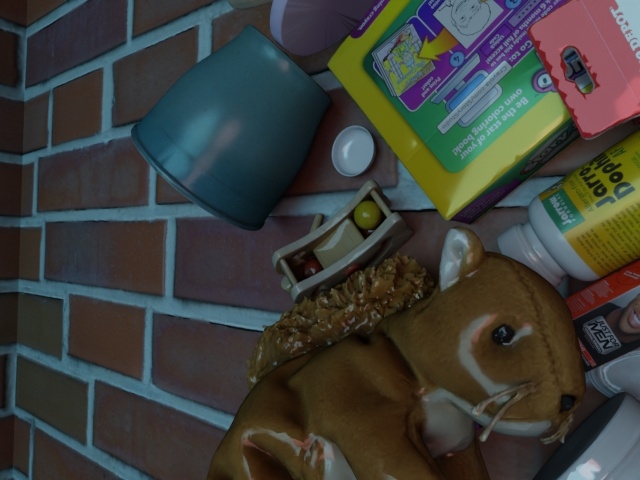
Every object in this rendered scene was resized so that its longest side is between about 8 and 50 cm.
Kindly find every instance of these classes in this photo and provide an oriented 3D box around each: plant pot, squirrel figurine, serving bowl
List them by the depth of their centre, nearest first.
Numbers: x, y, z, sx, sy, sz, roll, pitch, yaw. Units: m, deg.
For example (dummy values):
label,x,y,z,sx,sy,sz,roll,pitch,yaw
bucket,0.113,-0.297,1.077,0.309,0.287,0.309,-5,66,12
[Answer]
label,x,y,z,sx,sy,sz,roll,pitch,yaw
squirrel figurine,0.077,0.140,0.532,0.371,0.281,0.397,-53,27,16
serving bowl,0.060,-0.146,0.773,0.083,0.027,0.084,-2,87,37
plant pot,-0.125,-0.199,0.786,0.255,0.271,0.272,-47,62,12

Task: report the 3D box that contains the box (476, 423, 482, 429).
label,x,y,z,sx,sy,sz,roll,pitch,yaw
box,0.153,0.247,0.689,0.162,0.029,0.116,-42,66,30

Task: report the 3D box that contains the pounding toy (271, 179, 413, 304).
label,x,y,z,sx,sy,sz,roll,pitch,yaw
pounding toy,0.000,0.000,0.735,0.269,0.154,0.155,-45,64,27

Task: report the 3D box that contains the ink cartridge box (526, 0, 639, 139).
label,x,y,z,sx,sy,sz,roll,pitch,yaw
ink cartridge box,0.329,-0.200,0.417,0.231,0.078,0.134,-28,82,29

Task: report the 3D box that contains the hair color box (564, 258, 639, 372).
label,x,y,z,sx,sy,sz,roll,pitch,yaw
hair color box,0.333,0.078,0.511,0.141,0.043,0.072,-35,102,18

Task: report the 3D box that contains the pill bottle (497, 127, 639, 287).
label,x,y,z,sx,sy,sz,roll,pitch,yaw
pill bottle,0.313,-0.027,0.518,0.208,0.117,0.118,-39,66,30

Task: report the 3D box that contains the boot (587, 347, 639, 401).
label,x,y,z,sx,sy,sz,roll,pitch,yaw
boot,0.395,0.138,0.446,0.258,0.123,0.095,-9,83,37

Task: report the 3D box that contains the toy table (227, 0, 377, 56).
label,x,y,z,sx,sy,sz,roll,pitch,yaw
toy table,-0.008,-0.431,0.718,0.274,0.252,0.161,-41,67,-13

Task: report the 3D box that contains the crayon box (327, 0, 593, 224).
label,x,y,z,sx,sy,sz,roll,pitch,yaw
crayon box,0.226,-0.255,0.600,0.363,0.106,0.313,-44,66,27

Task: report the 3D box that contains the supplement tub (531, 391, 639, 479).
label,x,y,z,sx,sy,sz,roll,pitch,yaw
supplement tub,0.353,0.301,0.428,0.272,0.191,0.191,42,113,28
